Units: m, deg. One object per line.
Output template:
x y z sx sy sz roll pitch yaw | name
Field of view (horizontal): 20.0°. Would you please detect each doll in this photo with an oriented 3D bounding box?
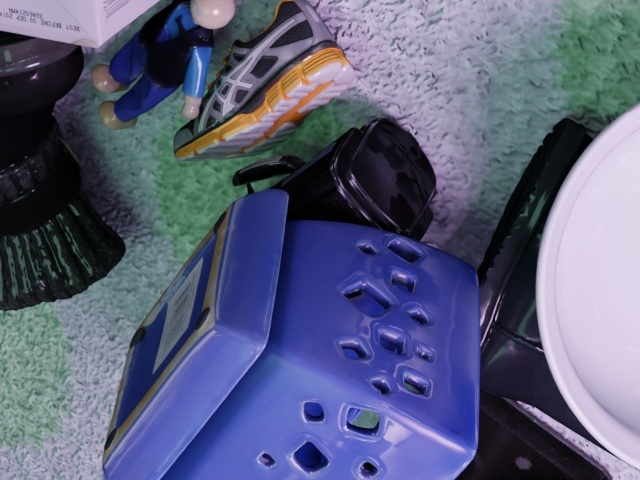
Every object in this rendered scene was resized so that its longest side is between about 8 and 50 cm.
-0.129 -0.161 1.562 0.189 0.046 0.129 -36 61 45 | doll

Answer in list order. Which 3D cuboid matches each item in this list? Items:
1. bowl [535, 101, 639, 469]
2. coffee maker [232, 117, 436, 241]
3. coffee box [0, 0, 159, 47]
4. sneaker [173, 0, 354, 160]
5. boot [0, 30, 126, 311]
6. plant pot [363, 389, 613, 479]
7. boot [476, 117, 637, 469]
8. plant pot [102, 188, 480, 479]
0.280 0.025 1.356 0.298 0.298 0.134 60 172 -11 | bowl
0.000 0.000 1.524 0.120 0.171 0.178 29 138 -29 | coffee maker
-0.163 -0.270 1.383 0.168 0.297 0.119 12 125 24 | coffee box
-0.056 -0.130 1.550 0.215 0.084 0.083 -32 74 41 | sneaker
-0.257 -0.068 1.615 0.348 0.131 0.260 1 116 65 | boot
0.112 0.250 1.605 0.187 0.188 0.167 37 141 7 | plant pot
0.232 0.046 1.468 0.207 0.094 0.246 22 106 -2 | boot
-0.028 0.113 1.394 0.212 0.236 0.236 29 122 -14 | plant pot
